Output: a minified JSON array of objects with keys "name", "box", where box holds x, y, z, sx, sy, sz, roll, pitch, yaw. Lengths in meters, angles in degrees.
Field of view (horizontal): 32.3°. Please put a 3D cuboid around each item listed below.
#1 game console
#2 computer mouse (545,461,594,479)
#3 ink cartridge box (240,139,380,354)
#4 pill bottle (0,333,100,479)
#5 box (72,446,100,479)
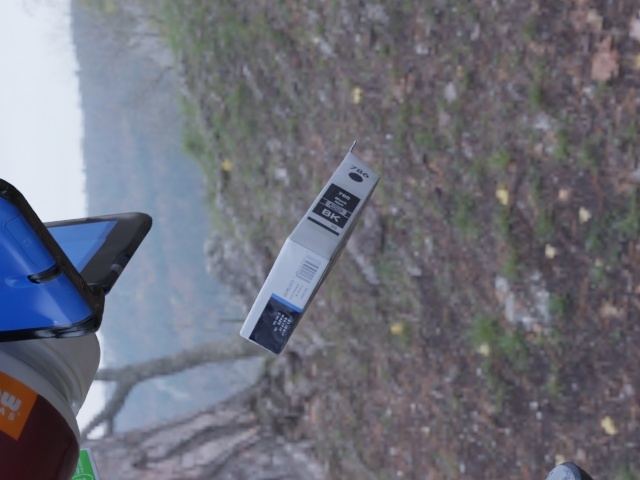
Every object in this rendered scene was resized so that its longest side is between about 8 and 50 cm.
[{"name":"game console","box":[-0.309,-0.009,0.841,0.250,0.293,0.173,70,-163,-53]},{"name":"computer mouse","box":[0.389,0.466,1.661,0.188,0.072,0.272,123,160,-47]},{"name":"ink cartridge box","box":[0.000,0.000,1.469,0.165,0.065,0.333,-63,-2,32]},{"name":"pill bottle","box":[-0.344,0.224,0.966,0.224,0.224,0.392,103,-179,-47]},{"name":"box","box":[-0.358,0.405,1.287,0.127,0.231,0.262,-133,37,-61]}]
